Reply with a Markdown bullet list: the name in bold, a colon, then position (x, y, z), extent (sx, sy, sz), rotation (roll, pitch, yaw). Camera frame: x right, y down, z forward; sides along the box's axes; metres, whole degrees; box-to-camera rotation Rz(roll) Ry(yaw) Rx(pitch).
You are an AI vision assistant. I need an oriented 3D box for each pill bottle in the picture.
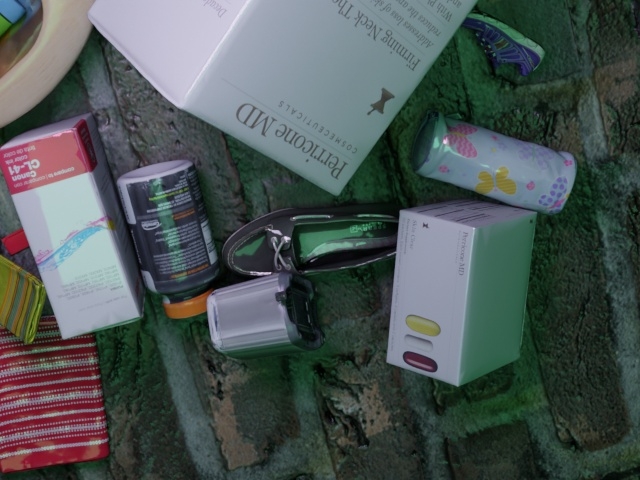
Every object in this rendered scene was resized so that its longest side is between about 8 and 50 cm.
- **pill bottle**: position (-0.240, 0.001, 1.606), extent (0.131, 0.130, 0.245), rotation (-13, 104, -3)

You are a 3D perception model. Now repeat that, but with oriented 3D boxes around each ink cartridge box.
- **ink cartridge box**: position (-0.379, -0.029, 1.534), extent (0.131, 0.226, 0.306), rotation (-15, 104, -4)

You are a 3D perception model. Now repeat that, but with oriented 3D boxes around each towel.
- **towel**: position (-0.477, 0.264, 1.698), extent (0.199, 0.031, 0.274), rotation (-6, 104, -6)
- **towel**: position (-0.522, 0.073, 1.569), extent (0.237, 0.021, 0.102), rotation (25, 103, 34)

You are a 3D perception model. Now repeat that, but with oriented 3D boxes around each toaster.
- **toaster**: position (-0.090, 0.128, 1.608), extent (0.147, 0.227, 0.129), rotation (-13, 79, 13)

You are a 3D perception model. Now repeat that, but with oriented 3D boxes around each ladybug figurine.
- **ladybug figurine**: position (-0.516, -0.333, 1.477), extent (0.449, 0.162, 0.305), rotation (-37, 105, 4)

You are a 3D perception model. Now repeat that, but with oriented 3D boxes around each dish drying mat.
- **dish drying mat**: position (-0.487, -0.008, 1.640), extent (0.083, 0.008, 0.032), rotation (-28, 106, 1)

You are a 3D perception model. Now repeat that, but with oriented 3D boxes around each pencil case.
- **pencil case**: position (0.287, -0.130, 1.642), extent (0.273, 0.124, 0.113), rotation (18, 129, -9)

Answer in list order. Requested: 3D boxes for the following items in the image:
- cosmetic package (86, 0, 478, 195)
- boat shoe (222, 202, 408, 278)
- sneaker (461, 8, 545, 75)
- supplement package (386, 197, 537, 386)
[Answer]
- **cosmetic package**: position (-0.045, -0.344, 1.386), extent (0.329, 0.327, 0.393), rotation (27, 102, -46)
- **boat shoe**: position (0.000, 0.000, 1.650), extent (0.335, 0.095, 0.112), rotation (-11, 105, -4)
- **sneaker**: position (0.289, -0.325, 1.619), extent (0.170, 0.068, 0.071), rotation (28, 105, -13)
- **supplement package**: position (0.233, 0.078, 1.621), extent (0.204, 0.145, 0.261), rotation (-12, 110, -49)
